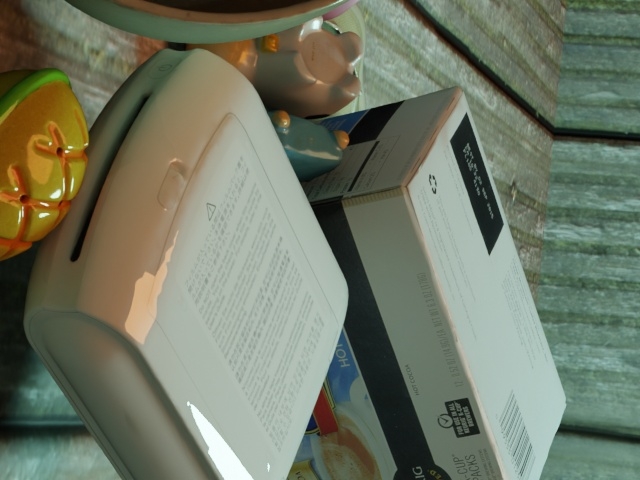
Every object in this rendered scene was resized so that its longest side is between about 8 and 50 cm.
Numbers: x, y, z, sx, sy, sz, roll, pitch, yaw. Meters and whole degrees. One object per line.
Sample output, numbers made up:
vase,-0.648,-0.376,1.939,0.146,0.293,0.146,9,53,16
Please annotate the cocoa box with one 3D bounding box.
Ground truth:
cocoa box,0.055,0.075,1.808,0.231,0.228,0.347,-57,131,-59

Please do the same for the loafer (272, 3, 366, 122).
loafer,-0.004,-0.153,1.904,0.268,0.102,0.092,70,23,-57

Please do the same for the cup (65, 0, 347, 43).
cup,-0.087,-0.263,1.292,0.237,0.331,0.331,133,-32,-73

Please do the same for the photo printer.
photo printer,-0.093,0.036,1.401,0.307,0.107,0.256,64,38,-47

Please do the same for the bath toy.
bath toy,-0.041,-0.214,1.723,0.151,0.129,0.348,24,59,-28

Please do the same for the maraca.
maraca,-0.213,-0.030,1.234,0.185,0.099,0.127,-55,165,-19
